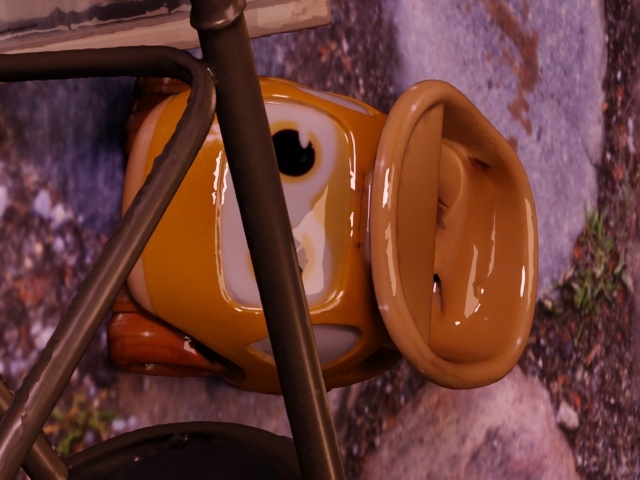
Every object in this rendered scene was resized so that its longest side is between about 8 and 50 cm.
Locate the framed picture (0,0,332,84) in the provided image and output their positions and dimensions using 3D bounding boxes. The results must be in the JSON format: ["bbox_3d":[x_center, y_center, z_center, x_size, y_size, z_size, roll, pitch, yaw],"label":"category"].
[{"bbox_3d":[-0.150,-0.318,1.047,0.326,0.028,0.446,-15,107,-31],"label":"framed picture"}]

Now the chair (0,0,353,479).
[{"bbox_3d":[-0.178,0.103,0.861,0.410,0.365,0.362,60,43,-39],"label":"chair"}]

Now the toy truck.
[{"bbox_3d":[0.000,0.000,1.223,0.288,0.212,0.204,22,68,-55],"label":"toy truck"}]
